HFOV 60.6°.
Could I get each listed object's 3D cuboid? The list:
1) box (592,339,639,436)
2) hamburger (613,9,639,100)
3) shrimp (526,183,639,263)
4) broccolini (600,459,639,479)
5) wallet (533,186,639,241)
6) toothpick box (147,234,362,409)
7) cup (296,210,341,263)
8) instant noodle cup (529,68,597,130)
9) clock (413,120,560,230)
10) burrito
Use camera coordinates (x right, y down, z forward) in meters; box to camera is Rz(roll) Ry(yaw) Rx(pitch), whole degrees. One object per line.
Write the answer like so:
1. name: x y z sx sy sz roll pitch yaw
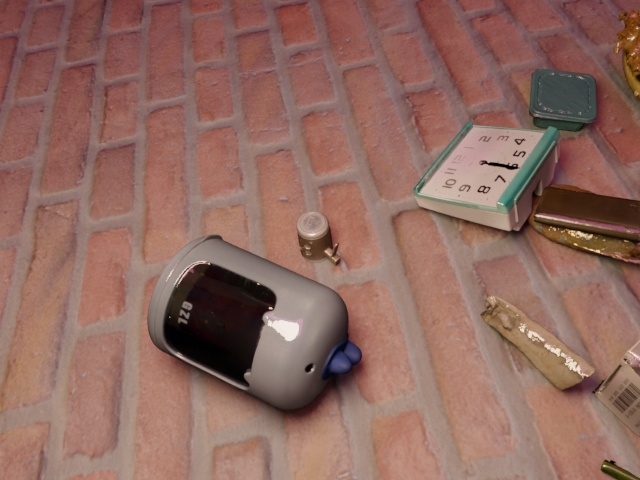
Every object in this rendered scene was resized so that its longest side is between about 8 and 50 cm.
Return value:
1. box: 0.635 0.182 0.916 0.332 0.173 0.145 -34 56 -17
2. hamburger: 0.845 -0.427 1.277 0.286 0.268 0.446 -10 58 -3
3. shrimp: 0.584 -0.037 1.144 0.317 0.077 0.168 26 61 30
4. broccolini: 0.500 0.461 0.815 0.123 0.062 0.272 -19 47 -13
5. wallet: 0.542 -0.055 1.102 0.197 0.031 0.110 13 46 27
6. toothpick box: -0.099 0.156 1.002 0.354 0.263 0.263 21 59 20
7. cup: -0.008 0.002 1.173 0.074 0.099 0.102 -20 54 -7
8. instant noodle cup: 0.600 -0.344 1.370 0.157 0.070 0.179 10 55 12
9. clock: 0.373 -0.140 1.213 0.231 0.116 0.262 17 54 41
10. burrito: 0.391 0.184 1.006 0.060 0.087 0.226 -28 51 -24
